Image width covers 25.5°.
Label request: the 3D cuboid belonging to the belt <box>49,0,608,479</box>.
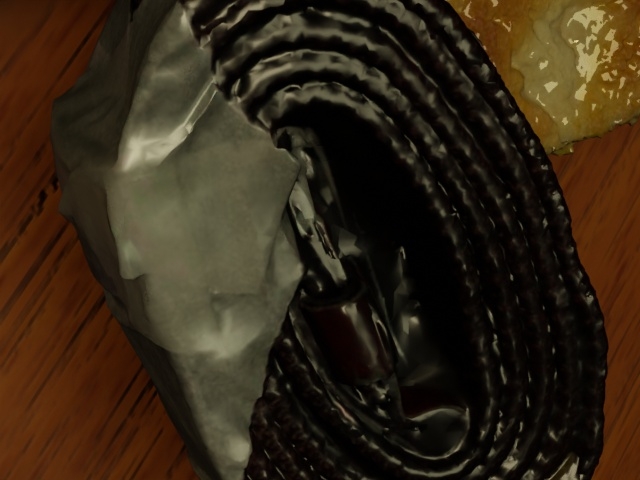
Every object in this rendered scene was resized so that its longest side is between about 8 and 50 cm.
[{"bbox_3d":[0.000,0.000,0.593,0.184,0.164,0.289,-25,116,-6],"label":"belt"}]

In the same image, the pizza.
[{"bbox_3d":[0.088,-0.136,0.685,0.335,0.086,0.226,26,85,-37],"label":"pizza"}]
